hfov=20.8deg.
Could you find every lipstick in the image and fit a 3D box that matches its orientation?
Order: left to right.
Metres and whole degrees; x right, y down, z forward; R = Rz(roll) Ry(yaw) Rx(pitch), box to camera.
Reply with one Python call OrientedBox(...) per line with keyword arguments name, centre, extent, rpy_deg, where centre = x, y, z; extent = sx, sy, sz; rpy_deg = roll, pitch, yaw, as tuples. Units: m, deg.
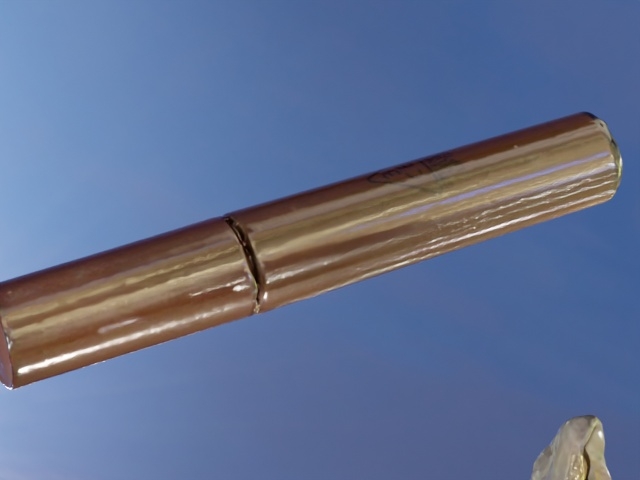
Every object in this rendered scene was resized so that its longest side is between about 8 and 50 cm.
OrientedBox(name="lipstick", centre=(0.000, 0.000, 0.909), extent=(0.057, 0.357, 0.057), rpy_deg=(49, -32, 45))

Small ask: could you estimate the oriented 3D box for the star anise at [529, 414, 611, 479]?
OrientedBox(name="star anise", centre=(0.090, 0.157, 0.700), extent=(0.063, 0.208, 0.172), rpy_deg=(12, -57, 66))
